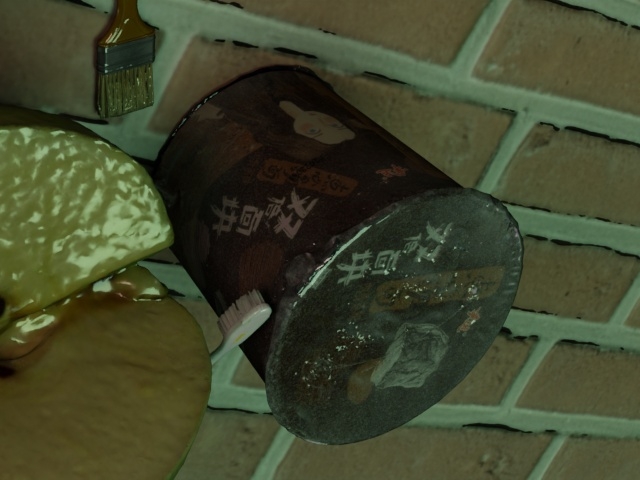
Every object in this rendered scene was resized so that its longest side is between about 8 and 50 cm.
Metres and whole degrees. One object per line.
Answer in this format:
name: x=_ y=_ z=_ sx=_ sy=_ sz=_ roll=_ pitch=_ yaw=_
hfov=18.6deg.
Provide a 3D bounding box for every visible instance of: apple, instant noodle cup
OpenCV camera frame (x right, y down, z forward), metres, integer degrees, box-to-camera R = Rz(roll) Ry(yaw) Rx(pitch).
apple: x=-0.222 y=0.067 z=1.203 sx=0.257 sy=0.233 sz=0.295 roll=-28 pitch=97 yaw=-32
instant noodle cup: x=0.000 y=0.000 z=1.384 sx=0.217 sy=0.207 sz=0.217 roll=-23 pitch=137 yaw=-24

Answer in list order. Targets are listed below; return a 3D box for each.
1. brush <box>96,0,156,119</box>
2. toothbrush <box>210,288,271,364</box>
brush: x=-0.128 y=-0.154 z=1.285 sx=0.043 sy=0.014 sz=0.170 roll=-19 pitch=134 yaw=-27
toothbrush: x=-0.124 y=0.121 z=1.295 sx=0.257 sy=0.024 sz=0.018 roll=-45 pitch=141 yaw=19
